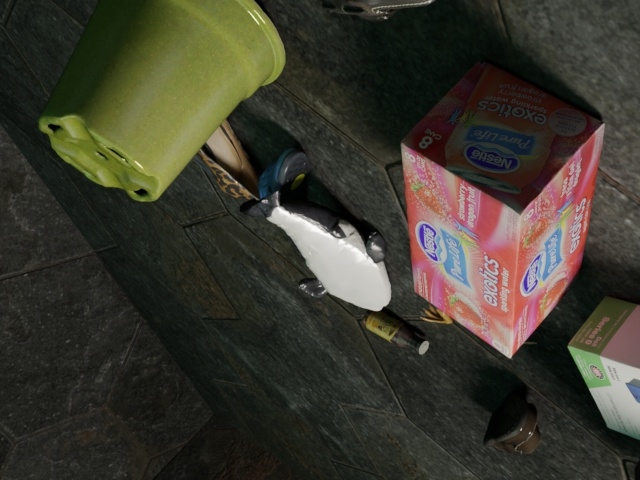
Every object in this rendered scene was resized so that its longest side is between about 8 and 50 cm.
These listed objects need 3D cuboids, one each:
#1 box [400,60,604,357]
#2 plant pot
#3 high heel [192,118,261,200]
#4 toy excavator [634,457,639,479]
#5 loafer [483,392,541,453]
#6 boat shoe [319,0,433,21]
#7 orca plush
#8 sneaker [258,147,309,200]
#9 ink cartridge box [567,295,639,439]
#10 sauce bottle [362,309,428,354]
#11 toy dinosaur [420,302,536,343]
[{"bbox_3d":[0.193,-0.025,1.082,0.154,0.142,0.300,35,158,26],"label":"box"},{"bbox_3d":[-0.225,-0.200,1.299,0.276,0.254,0.276,25,160,10],"label":"plant pot"},{"bbox_3d":[-0.146,-0.156,1.579,0.186,0.093,0.261,36,161,0],"label":"high heel"},{"bbox_3d":[0.505,0.367,1.081,0.222,0.433,0.445,47,-172,-6],"label":"toy excavator"},{"bbox_3d":[0.320,0.298,1.587,0.078,0.080,0.220,19,166,5],"label":"loafer"},{"bbox_3d":[0.057,-0.259,0.994,0.223,0.080,0.073,27,159,52],"label":"boat shoe"},{"bbox_3d":[0.000,0.000,1.550,0.287,0.151,0.102,25,-152,-23],"label":"orca plush"},{"bbox_3d":[-0.068,-0.094,1.558,0.082,0.069,0.209,44,160,14],"label":"sneaker"},{"bbox_3d":[0.407,0.165,1.115,0.212,0.093,0.154,15,144,50],"label":"ink cartridge box"},{"bbox_3d":[0.130,0.156,1.705,0.128,0.042,0.042,25,152,37],"label":"sauce bottle"},{"bbox_3d":[0.197,0.094,1.423,0.211,0.064,0.112,48,158,-10],"label":"toy dinosaur"}]
